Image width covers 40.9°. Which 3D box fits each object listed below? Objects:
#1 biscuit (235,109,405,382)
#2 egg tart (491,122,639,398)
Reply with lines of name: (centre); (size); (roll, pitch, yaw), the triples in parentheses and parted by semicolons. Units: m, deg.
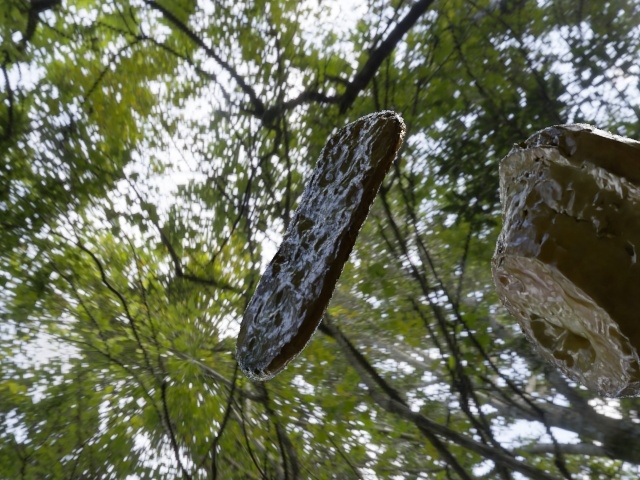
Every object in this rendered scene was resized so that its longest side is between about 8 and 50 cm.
biscuit: (0.000, 0.000, 0.683); (0.029, 0.118, 0.247); (34, -110, -25)
egg tart: (0.272, 0.046, 0.826); (0.129, 0.341, 0.341); (-38, -91, -16)
